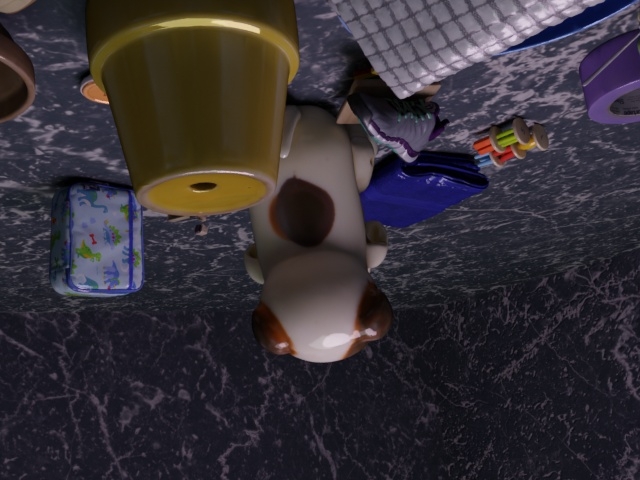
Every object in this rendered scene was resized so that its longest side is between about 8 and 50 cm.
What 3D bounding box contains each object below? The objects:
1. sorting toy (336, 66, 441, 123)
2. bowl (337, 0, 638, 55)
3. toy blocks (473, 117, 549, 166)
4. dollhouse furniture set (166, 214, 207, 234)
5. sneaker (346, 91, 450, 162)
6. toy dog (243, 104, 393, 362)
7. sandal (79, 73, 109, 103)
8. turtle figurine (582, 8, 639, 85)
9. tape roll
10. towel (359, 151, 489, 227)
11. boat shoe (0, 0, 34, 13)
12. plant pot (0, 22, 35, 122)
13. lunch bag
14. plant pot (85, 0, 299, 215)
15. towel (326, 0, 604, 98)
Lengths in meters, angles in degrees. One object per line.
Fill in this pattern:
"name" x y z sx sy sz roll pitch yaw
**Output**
"sorting toy" 0.101 -0.230 1.139 0.132 0.046 0.274 -4 166 -12
"bowl" 0.198 -0.317 0.781 0.391 0.077 0.391 -6 165 -2
"toy blocks" 0.345 -0.181 1.437 0.123 0.054 0.148 6 162 -43
"dollhouse furniture set" -0.304 -0.057 1.595 0.114 0.091 0.081 -12 150 32
"sneaker" 0.119 -0.190 1.105 0.098 0.083 0.224 -36 159 17
"toy dog" 0.000 0.000 1.264 0.285 0.408 0.395 -6 166 -6
"sandal" -0.213 -0.190 1.089 0.265 0.076 0.102 -1 165 -22
"turtle figurine" 0.513 -0.242 0.984 0.266 0.198 0.274 -16 132 -7
"tape roll" 0.509 -0.256 1.166 0.189 0.080 0.189 -6 167 -1
"towel" 0.185 -0.111 1.623 0.228 0.076 0.308 8 161 -26
"boat shoe" -0.243 -0.291 0.598 0.342 0.123 0.123 -11 168 43
"plant pot" -0.439 -0.215 0.815 0.237 0.109 0.237 -7 165 -2
"lunch bag" -0.428 -0.001 1.447 0.090 0.219 0.176 -11 166 42
"plant pot" -0.145 -0.166 0.888 0.254 0.239 0.254 -6 165 -2
"towel" 0.081 -0.275 0.556 0.235 0.283 0.121 -15 -154 52
